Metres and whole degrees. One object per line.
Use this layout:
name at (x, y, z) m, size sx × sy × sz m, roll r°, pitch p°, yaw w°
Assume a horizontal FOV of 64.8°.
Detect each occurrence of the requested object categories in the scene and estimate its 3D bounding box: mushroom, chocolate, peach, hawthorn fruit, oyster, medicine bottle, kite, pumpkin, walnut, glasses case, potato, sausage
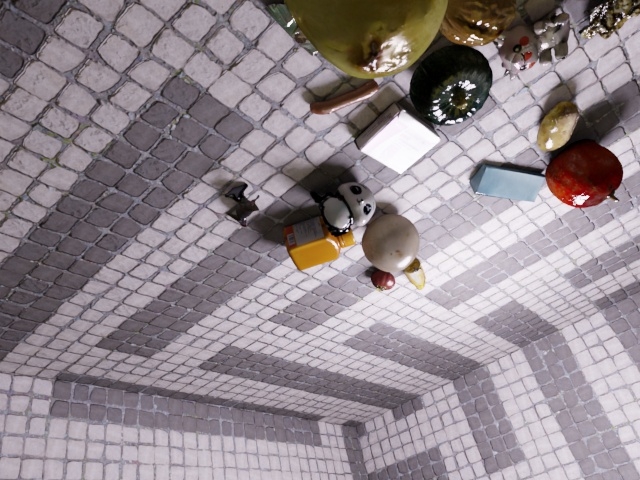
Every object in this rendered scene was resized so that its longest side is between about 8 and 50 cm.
mushroom at (0.239, 0.007, 1.770) m, size 0.205 × 0.204 × 0.204 m, roll -9°, pitch 143°, yaw -7°
chocolate at (0.389, 0.143, 2.070) m, size 0.086 × 0.085 × 0.219 m, roll -21°, pitch 147°, yaw 9°
peach at (0.091, -0.471, 0.966) m, size 0.314 × 0.315 × 0.281 m, roll -30°, pitch 155°, yaw -1°
hawthorn fruit at (0.868, -0.202, 1.649) m, size 0.215 × 0.249 × 0.215 m, roll -32°, pitch 152°, yaw -19°
oyster at (0.714, -0.553, 1.185) m, size 0.214 × 0.083 × 0.223 m, roll -37°, pitch 178°, yaw 33°
medicine bottle at (0.223, -0.293, 1.457) m, size 0.201 × 0.052 × 0.171 m, roll 22°, pitch 130°, yaw -41°
kite at (-0.010, -0.521, 1.109) m, size 0.230 × 0.012 × 0.250 m, roll -11°, pitch 143°, yaw -11°
pumpkin at (0.331, -0.388, 1.281) m, size 0.212 × 0.152 × 0.211 m, roll -5°, pitch 128°, yaw -7°
walnut at (0.337, -0.516, 1.126) m, size 0.184 × 0.155 × 0.155 m, roll -1°, pitch 142°, yaw -26°
glasses case at (0.638, -0.200, 1.729) m, size 0.266 × 0.056 × 0.105 m, roll 4°, pitch 115°, yaw -24°
potato at (0.715, -0.346, 1.527) m, size 0.107 × 0.079 × 0.170 m, roll -11°, pitch 139°, yaw -3°
sausage at (0.062, -0.367, 1.313) m, size 0.187 × 0.043 × 0.043 m, roll -20°, pitch 143°, yaw 7°
medicine bottle at (0.000, -0.001, 1.710) m, size 0.222 × 0.111 × 0.149 m, roll -18°, pitch 143°, yaw 5°

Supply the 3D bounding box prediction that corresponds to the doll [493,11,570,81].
doll at (0.525, -0.494, 1.259) m, size 0.192 × 0.095 × 0.149 m, roll -22°, pitch 137°, yaw 14°

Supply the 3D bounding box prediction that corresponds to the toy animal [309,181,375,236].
toy animal at (0.079, -0.113, 1.570) m, size 0.179 × 0.165 × 0.138 m, roll -24°, pitch -173°, yaw -1°

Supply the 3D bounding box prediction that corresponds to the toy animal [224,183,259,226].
toy animal at (-0.235, -0.097, 1.544) m, size 0.105 × 0.070 × 0.202 m, roll 34°, pitch 147°, yaw 8°

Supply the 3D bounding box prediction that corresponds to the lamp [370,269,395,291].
lamp at (0.252, 0.159, 2.027) m, size 0.101 × 0.090 × 0.101 m, roll 17°, pitch 159°, yaw 7°
